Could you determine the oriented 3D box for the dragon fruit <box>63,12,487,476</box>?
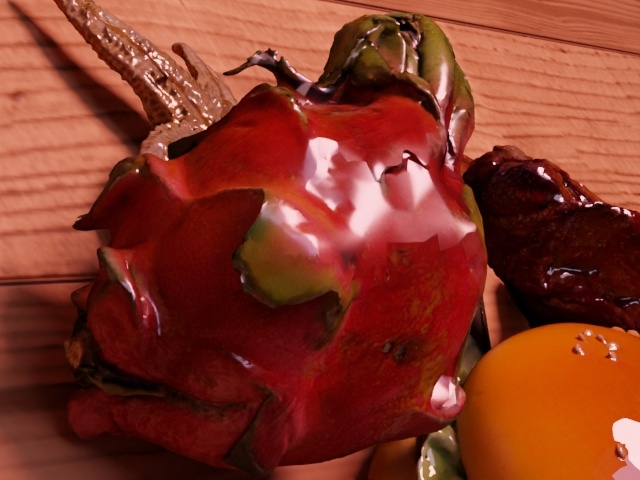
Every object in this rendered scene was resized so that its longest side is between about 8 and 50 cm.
[{"bbox_3d":[-0.020,-0.008,0.846,0.200,0.198,0.269,8,57,-10],"label":"dragon fruit"}]

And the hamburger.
[{"bbox_3d":[0.149,0.144,0.903,0.246,0.170,0.246,36,30,-25],"label":"hamburger"}]

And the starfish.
[{"bbox_3d":[-0.076,-0.048,0.972,0.138,0.050,0.247,16,40,-45],"label":"starfish"}]

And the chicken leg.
[{"bbox_3d":[0.142,0.017,1.043,0.177,0.083,0.322,38,-3,31],"label":"chicken leg"}]

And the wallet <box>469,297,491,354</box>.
[{"bbox_3d":[0.061,0.025,1.087,0.110,0.031,0.198,33,30,-22],"label":"wallet"}]
